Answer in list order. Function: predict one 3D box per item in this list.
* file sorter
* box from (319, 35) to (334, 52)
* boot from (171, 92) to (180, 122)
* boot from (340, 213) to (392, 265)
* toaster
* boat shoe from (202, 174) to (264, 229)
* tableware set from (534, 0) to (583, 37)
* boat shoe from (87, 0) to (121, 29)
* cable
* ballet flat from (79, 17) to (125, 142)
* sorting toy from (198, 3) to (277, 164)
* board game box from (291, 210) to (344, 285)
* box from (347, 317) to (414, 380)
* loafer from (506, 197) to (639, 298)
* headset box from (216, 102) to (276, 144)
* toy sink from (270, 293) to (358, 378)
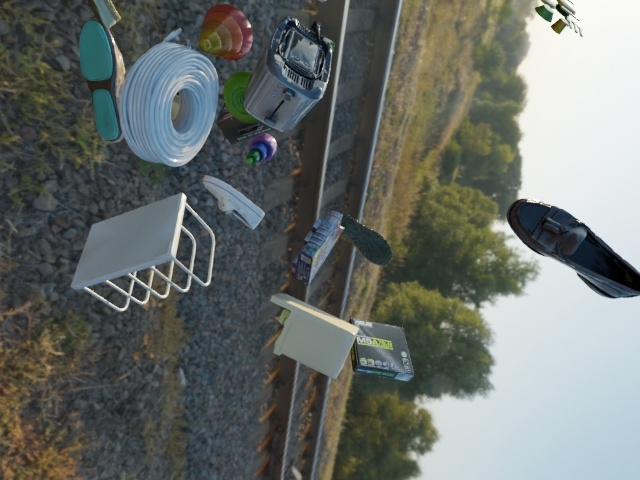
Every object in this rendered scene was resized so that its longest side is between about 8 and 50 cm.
[{"bbox_3d":[-0.425,0.041,1.125,0.173,0.278,0.192,55,24,-48],"label":"file sorter"},{"bbox_3d":[-0.002,-0.664,1.692,0.043,0.105,0.179,-4,127,-28],"label":"box"},{"bbox_3d":[-0.438,-0.446,1.345,0.077,0.213,0.165,-16,154,-21],"label":"boot"},{"bbox_3d":[0.135,-0.010,1.582,0.089,0.236,0.269,-46,180,-2],"label":"boot"},{"bbox_3d":[-0.067,-0.326,0.890,0.146,0.129,0.226,-39,-145,46],"label":"toaster"},{"bbox_3d":[-0.321,-0.133,1.616,0.084,0.258,0.095,-60,-160,-15],"label":"boat shoe"},{"bbox_3d":[0.415,-0.412,0.803,0.024,0.104,0.154,-48,-162,49],"label":"tableware set"},{"bbox_3d":[-0.411,-0.461,0.834,0.045,0.050,0.135,-38,166,-18],"label":"boat shoe"},{"bbox_3d":[-0.317,-0.288,0.974,0.257,0.089,0.257,93,21,-49],"label":"cable"},{"bbox_3d":[-0.582,-0.432,1.236,0.106,0.108,0.315,-66,161,-69],"label":"ballet flat"},{"bbox_3d":[-0.197,-0.336,1.039,0.126,0.127,0.365,-64,145,-50],"label":"sorting toy"},{"bbox_3d":[0.000,0.000,1.209,0.194,0.060,0.194,-56,170,-26],"label":"board game box"},{"bbox_3d":[0.184,0.339,1.410,0.184,0.191,0.045,-93,-158,-48],"label":"box"},{"bbox_3d":[0.521,0.011,0.902,0.109,0.303,0.095,-54,-178,-3],"label":"loafer"},{"bbox_3d":[-0.238,-0.485,1.637,0.110,0.218,0.293,56,30,-42],"label":"headset box"},{"bbox_3d":[-0.035,0.246,1.173,0.153,0.234,0.131,34,80,-80],"label":"toy sink"}]
